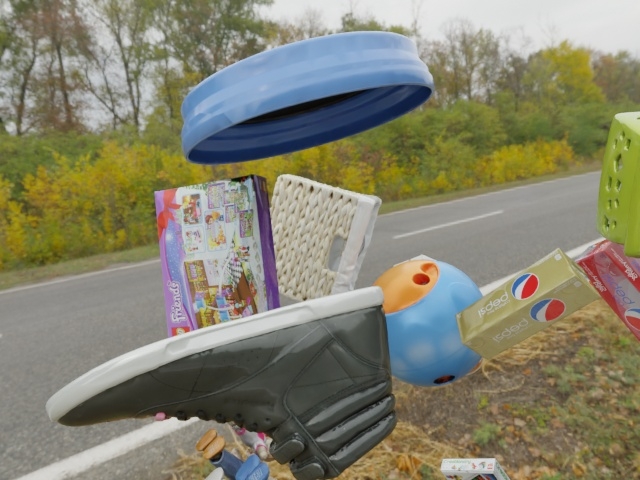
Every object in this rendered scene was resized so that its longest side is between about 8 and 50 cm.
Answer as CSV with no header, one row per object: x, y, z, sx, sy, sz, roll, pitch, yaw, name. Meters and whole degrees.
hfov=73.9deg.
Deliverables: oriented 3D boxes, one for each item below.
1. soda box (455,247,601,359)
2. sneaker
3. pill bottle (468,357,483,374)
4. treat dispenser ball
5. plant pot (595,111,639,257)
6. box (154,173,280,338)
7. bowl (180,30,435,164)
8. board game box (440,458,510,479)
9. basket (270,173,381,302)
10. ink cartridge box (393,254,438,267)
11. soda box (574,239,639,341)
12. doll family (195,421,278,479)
0.283,0.094,0.601,0.181,0.061,0.058,-44,24,30,soda box
-0.063,0.144,0.359,0.296,0.146,0.104,-14,-12,-14,sneaker
0.384,0.279,1.219,0.121,0.216,0.121,-20,34,15,pill bottle
0.238,0.187,0.983,0.288,0.288,0.288,-7,8,1,treat dispenser ball
0.588,-0.080,0.664,0.228,0.227,0.207,4,21,23,plant pot
-0.179,0.044,0.748,0.201,0.293,0.057,-6,-1,18,box
-0.026,-0.207,0.666,0.391,0.077,0.391,-15,4,1,bowl
0.574,0.867,1.456,0.193,0.305,0.053,-24,18,38,board game box
0.000,0.000,1.214,0.267,0.328,0.331,18,9,7,basket
0.323,0.103,1.415,0.099,0.056,0.135,22,-30,-30,ink cartridge box
0.706,0.119,0.954,0.083,0.263,0.092,-33,-10,-24,soda box
-0.097,0.340,0.580,0.118,0.163,0.263,-40,20,-13,doll family
